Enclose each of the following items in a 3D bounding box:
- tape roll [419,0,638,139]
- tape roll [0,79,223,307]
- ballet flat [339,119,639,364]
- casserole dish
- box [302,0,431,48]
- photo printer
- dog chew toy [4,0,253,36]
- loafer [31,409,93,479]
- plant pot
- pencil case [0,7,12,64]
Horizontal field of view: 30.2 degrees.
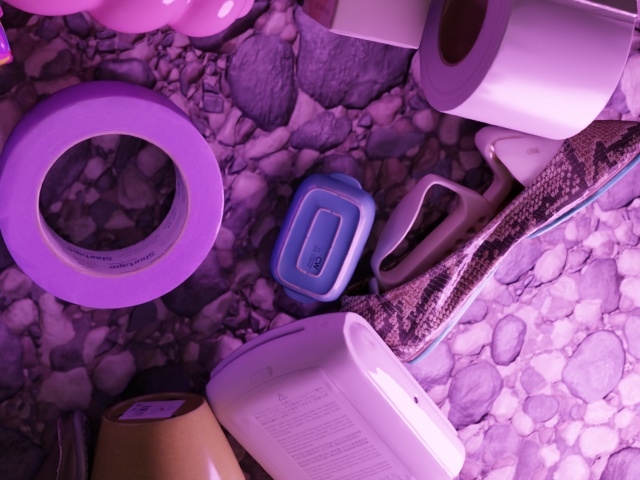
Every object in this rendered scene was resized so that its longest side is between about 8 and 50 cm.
[{"bbox_3d":[0.250,-0.261,1.477,0.169,0.246,0.246,11,106,-19],"label":"tape roll"},{"bbox_3d":[-0.263,-0.057,1.486,0.275,0.090,0.274,-5,111,-14],"label":"tape roll"},{"bbox_3d":[0.219,-0.038,1.608,0.483,0.164,0.182,-43,106,6],"label":"ballet flat"},{"bbox_3d":[0.000,0.000,1.590,0.114,0.037,0.188,23,103,3],"label":"casserole dish"},{"bbox_3d":[0.084,-0.401,1.429,0.121,0.148,0.311,9,106,-18],"label":"box"},{"bbox_3d":[0.012,0.238,1.623,0.256,0.107,0.307,-26,118,27],"label":"photo printer"},{"bbox_3d":[-0.225,-0.329,1.343,0.332,0.206,0.206,17,105,-30],"label":"dog chew toy"},{"bbox_3d":[-0.361,0.348,1.604,0.088,0.094,0.251,8,102,-8],"label":"loafer"},{"bbox_3d":[-0.204,0.362,1.586,0.275,0.275,0.293,-9,100,-13],"label":"plant pot"},{"bbox_3d":[-0.472,-0.215,1.358,0.236,0.104,0.104,-23,115,-7],"label":"pencil case"}]
